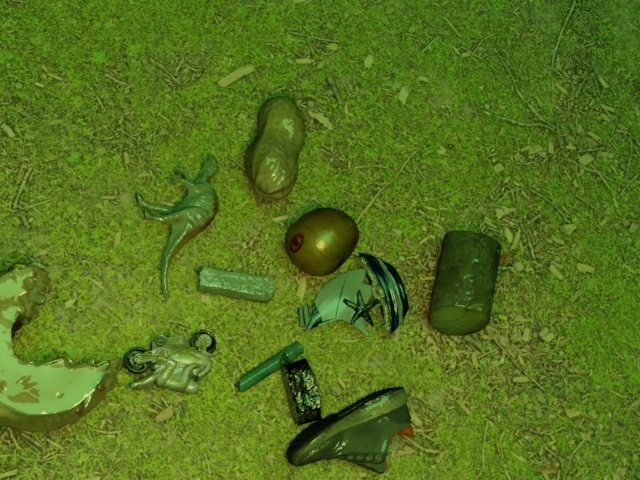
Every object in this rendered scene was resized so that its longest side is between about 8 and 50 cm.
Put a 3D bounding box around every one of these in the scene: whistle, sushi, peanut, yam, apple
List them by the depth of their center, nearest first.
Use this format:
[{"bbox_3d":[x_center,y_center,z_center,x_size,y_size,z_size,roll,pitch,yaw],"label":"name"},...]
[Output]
[{"bbox_3d":[-0.042,0.360,1.911,0.078,0.090,0.150,-13,76,-16],"label":"sushi"},{"bbox_3d":[-0.124,0.305,1.934,0.186,0.039,0.039,-30,81,-24],"label":"whistle"},{"bbox_3d":[0.000,0.000,2.010,0.155,0.182,0.182,36,64,16],"label":"apple"},{"bbox_3d":[-0.115,-0.246,2.090,0.149,0.149,0.313,16,65,-10],"label":"peanut"},{"bbox_3d":[0.379,0.105,2.094,0.161,0.161,0.268,20,64,-9],"label":"yam"}]

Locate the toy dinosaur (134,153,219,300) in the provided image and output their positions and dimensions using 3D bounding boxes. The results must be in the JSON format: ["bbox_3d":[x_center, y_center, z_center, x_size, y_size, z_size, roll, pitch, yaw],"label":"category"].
[{"bbox_3d":[-0.354,-0.051,1.976,0.206,0.092,0.392,7,66,-19],"label":"toy dinosaur"}]

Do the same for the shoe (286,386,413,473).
[{"bbox_3d":[0.084,0.483,1.893,0.337,0.132,0.171,-23,88,-25],"label":"shoe"}]

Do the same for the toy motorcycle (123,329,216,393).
[{"bbox_3d":[-0.336,0.291,1.859,0.229,0.074,0.151,-12,69,-29],"label":"toy motorcycle"}]

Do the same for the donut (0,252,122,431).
[{"bbox_3d":[-0.640,0.250,1.742,0.307,0.150,0.371,-38,84,-24],"label":"donut"}]

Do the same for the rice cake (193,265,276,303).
[{"bbox_3d":[-0.209,0.108,1.966,0.207,0.069,0.063,12,68,-13],"label":"rice cake"}]

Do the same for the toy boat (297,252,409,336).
[{"bbox_3d":[0.097,0.171,2.037,0.292,0.070,0.210,-40,81,-21],"label":"toy boat"}]
